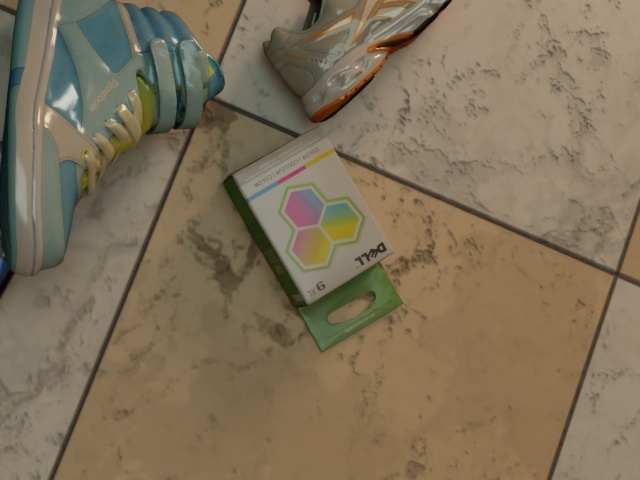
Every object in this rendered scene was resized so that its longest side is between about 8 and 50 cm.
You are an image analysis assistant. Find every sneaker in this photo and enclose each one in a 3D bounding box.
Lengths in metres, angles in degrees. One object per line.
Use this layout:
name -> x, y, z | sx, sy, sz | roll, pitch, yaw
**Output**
sneaker -> -0.193, -0.108, 1.171 | 0.208, 0.127, 0.319 | 7, 62, -16
sneaker -> 0.052, -0.249, 1.298 | 0.262, 0.099, 0.121 | -44, 91, -15

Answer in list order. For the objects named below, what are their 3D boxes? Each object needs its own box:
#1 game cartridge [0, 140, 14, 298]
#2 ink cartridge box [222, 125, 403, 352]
game cartridge -> -0.426, 0.038, 1.169 | 0.230, 0.068, 0.355 | 28, 79, -6
ink cartridge box -> 0.000, 0.000, 1.275 | 0.109, 0.062, 0.209 | -31, 93, -16
